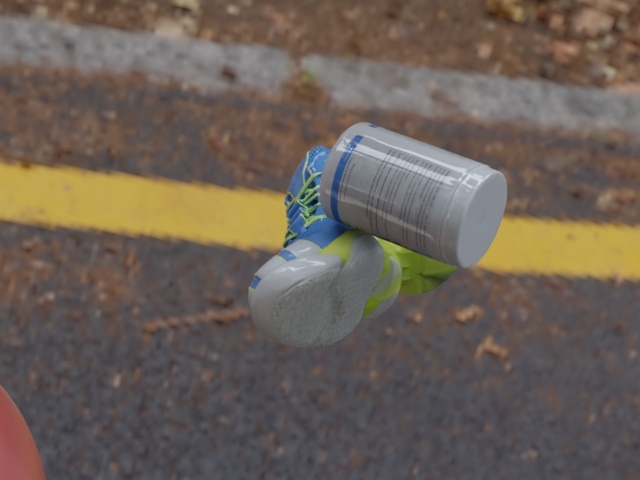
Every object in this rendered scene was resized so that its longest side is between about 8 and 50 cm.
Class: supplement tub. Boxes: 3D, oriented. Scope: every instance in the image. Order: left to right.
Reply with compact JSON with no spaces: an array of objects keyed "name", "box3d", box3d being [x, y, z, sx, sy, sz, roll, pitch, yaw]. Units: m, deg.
[{"name":"supplement tub","box3d":[0.060,-0.030,1.219,0.107,0.071,0.071,23,34,26]}]

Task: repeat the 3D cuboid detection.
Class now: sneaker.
[{"name":"sneaker","box3d":[0.000,0.000,1.311,0.126,0.091,0.240,41,26,22]}]

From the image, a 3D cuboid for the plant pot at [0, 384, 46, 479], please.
[{"name":"plant pot","box3d":[-0.256,0.190,0.983,0.275,0.275,0.243,3,9,-21]}]
